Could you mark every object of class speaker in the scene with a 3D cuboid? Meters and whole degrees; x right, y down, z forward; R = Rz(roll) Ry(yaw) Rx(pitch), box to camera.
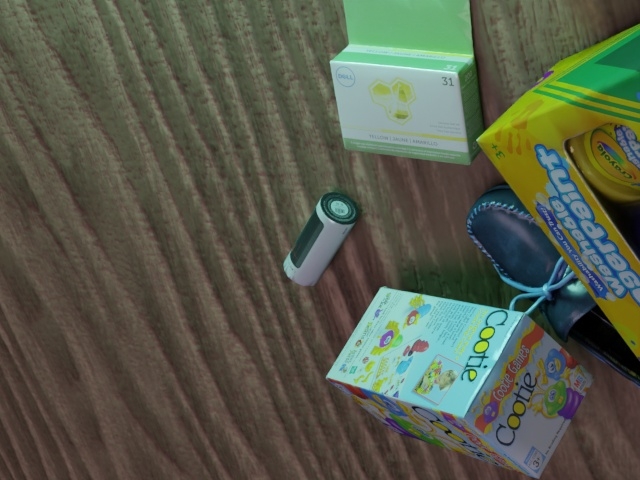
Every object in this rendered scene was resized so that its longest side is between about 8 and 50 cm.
[{"bbox_3d":[0.000,0.000,1.785,0.055,0.055,0.136,38,135,6],"label":"speaker"}]

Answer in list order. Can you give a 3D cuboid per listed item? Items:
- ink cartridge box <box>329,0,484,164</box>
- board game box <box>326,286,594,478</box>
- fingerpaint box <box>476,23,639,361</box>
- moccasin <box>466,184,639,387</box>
[{"bbox_3d":[0.094,-0.208,1.570,0.171,0.056,0.235,10,128,30],"label":"ink cartridge box"},{"bbox_3d":[0.162,0.164,1.641,0.142,0.144,0.275,41,163,-29],"label":"board game box"},{"bbox_3d":[0.420,-0.007,1.338,0.444,0.163,0.371,53,153,-10],"label":"fingerpaint box"},{"bbox_3d":[0.311,0.059,1.567,0.342,0.117,0.137,33,134,11],"label":"moccasin"}]
